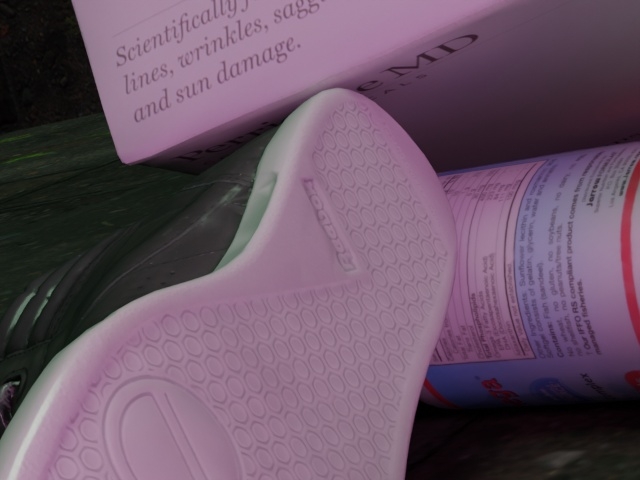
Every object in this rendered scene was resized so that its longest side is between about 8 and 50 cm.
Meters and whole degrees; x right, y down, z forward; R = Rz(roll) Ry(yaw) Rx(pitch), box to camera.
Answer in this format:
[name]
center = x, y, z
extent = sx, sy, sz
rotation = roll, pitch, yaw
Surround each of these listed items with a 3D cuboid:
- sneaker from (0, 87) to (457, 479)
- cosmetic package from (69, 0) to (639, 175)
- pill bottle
[sneaker]
center = -0.057, 0.069, 0.578
extent = 0.147, 0.104, 0.296
rotation = -35, 13, 30
[cosmetic package]
center = 0.072, -0.118, 0.822
extent = 0.217, 0.156, 0.385
rotation = -23, -11, 23
[pill bottle]
center = 0.072, 0.015, 0.690
extent = 0.160, 0.087, 0.087
rotation = -8, 11, 39
